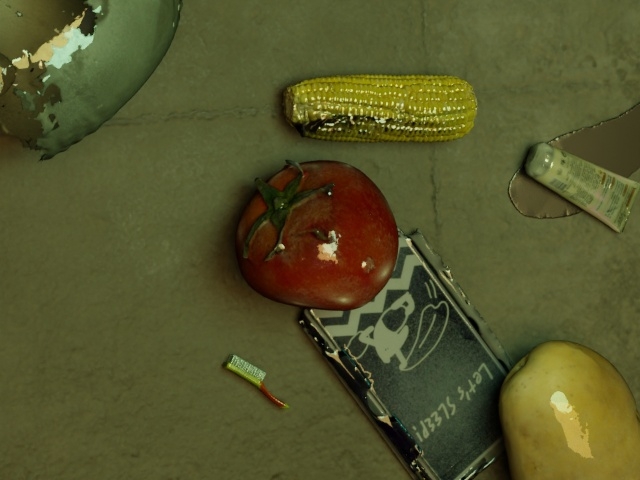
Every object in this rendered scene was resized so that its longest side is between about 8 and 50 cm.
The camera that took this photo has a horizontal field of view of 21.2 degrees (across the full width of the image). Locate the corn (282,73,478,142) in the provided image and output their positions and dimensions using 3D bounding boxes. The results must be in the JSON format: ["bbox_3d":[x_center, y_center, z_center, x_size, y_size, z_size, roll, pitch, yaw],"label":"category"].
[{"bbox_3d":[0.063,-0.135,1.748,0.203,0.072,0.072,0,95,-15],"label":"corn"}]

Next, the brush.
[{"bbox_3d":[-0.062,0.145,1.764,0.083,0.019,0.021,37,75,-14],"label":"brush"}]

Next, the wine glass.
[{"bbox_3d":[-0.193,-0.231,1.611,0.357,0.190,0.190,-38,104,-14],"label":"wine glass"}]

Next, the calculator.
[{"bbox_3d":[0.110,0.132,1.809,0.166,0.028,0.274,-39,106,-12],"label":"calculator"}]

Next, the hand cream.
[{"bbox_3d":[0.280,-0.063,1.831,0.143,0.039,0.061,26,82,-26],"label":"hand cream"}]

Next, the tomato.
[{"bbox_3d":[0.000,0.000,1.704,0.167,0.167,0.167,-2,96,-16],"label":"tomato"}]

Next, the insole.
[{"bbox_3d":[0.315,-0.098,1.855,0.253,0.005,0.086,-29,103,-11],"label":"insole"}]

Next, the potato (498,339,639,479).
[{"bbox_3d":[0.273,0.215,1.804,0.146,0.150,0.234,-9,108,19],"label":"potato"}]
